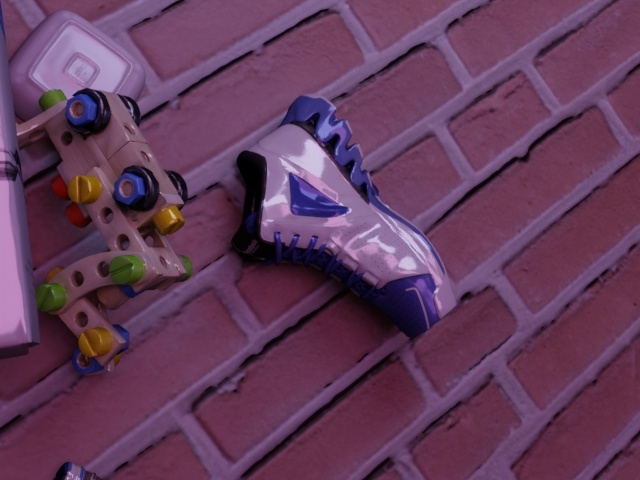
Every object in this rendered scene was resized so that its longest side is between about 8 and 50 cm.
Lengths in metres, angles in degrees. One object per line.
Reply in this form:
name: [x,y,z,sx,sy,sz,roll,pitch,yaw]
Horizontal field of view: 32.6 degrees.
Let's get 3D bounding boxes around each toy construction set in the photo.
toy construction set: [-0.262,-0.035,1.149,0.328,0.215,0.151,52,20,0]

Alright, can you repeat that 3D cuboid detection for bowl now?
bowl: [-0.274,-0.184,1.233,0.142,0.053,0.142,37,64,-14]

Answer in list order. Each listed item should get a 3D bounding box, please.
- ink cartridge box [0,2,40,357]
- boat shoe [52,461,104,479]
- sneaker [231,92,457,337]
ink cartridge box: [-0.417,-0.076,0.973,0.285,0.166,0.395,-8,85,-13]
boat shoe: [-0.265,0.322,1.113,0.066,0.066,0.183,27,68,-19]
sneaker: [-0.001,-0.001,1.289,0.182,0.127,0.315,-33,86,-24]
